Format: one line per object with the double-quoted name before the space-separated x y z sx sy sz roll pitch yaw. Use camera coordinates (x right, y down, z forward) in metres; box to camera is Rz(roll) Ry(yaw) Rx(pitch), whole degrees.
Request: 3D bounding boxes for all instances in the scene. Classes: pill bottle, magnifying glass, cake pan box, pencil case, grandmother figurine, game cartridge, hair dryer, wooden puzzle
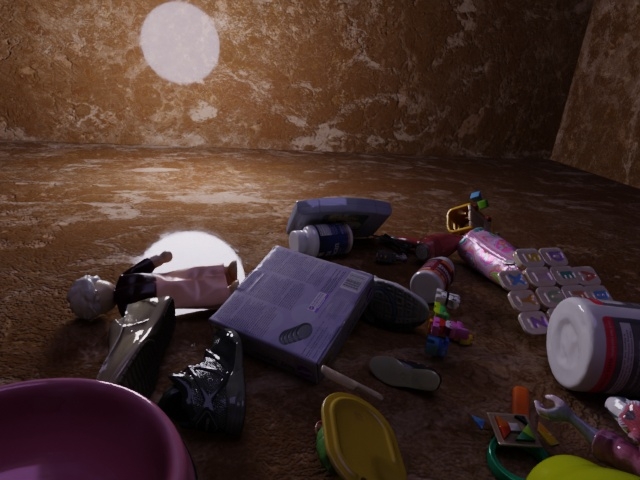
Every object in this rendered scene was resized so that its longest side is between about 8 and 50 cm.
"pill bottle" 0.292 0.094 1.214 0.086 0.086 0.152 16 24 24
"magnifying glass" 0.322 0.312 0.769 0.092 0.026 0.231 13 25 19
"cake pan box" -0.049 0.130 0.964 0.245 0.070 0.267 17 43 21
"pill bottle" 0.000 0.000 1.364 0.169 0.094 0.094 -6 25 -26
"pencil case" 0.498 0.060 1.306 0.124 0.124 0.284 -1 22 -17
"grandmother figurine" -0.345 0.112 0.997 0.342 0.104 0.208 -2 38 -14
"game cartridge" 0.057 -0.067 1.442 0.294 0.196 0.060 -1 64 -15
"pill bottle" 0.619 0.208 0.893 0.318 0.176 0.176 6 22 1
"hair dryer" 0.294 0.001 1.442 0.293 0.080 0.223 2 22 -1
"wooden puzzle" 0.307 0.297 0.751 0.116 0.014 0.078 2 23 -8

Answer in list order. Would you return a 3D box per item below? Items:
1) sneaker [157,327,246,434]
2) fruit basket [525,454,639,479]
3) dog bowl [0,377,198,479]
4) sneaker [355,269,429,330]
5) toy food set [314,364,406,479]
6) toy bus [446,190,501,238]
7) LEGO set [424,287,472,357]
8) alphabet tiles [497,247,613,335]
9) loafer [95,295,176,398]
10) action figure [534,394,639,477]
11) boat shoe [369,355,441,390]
"sneaker" -0.192 0.218 0.780 0.130 0.087 0.227 7 26 -15
"fruit basket" 0.310 0.359 0.436 0.392 0.283 0.392 3 -21 1
"dog bowl" -0.305 0.300 0.467 0.408 0.150 0.408 5 21 -2
"sneaker" 0.113 0.115 1.098 0.297 0.111 0.129 18 20 25
"toy food set" 0.044 0.296 0.691 0.128 0.071 0.218 26 20 -15
"toy bus" 0.496 -0.039 1.567 0.104 0.202 0.191 -16 13 39
"LEGO set" 0.277 0.185 0.996 0.093 0.087 0.227 14 17 12
"alphabet tiles" 0.561 0.132 1.101 0.278 0.021 0.284 0 51 -15
"loafer" -0.323 0.189 0.813 0.092 0.102 0.268 -2 22 2
"action figure" 0.480 0.278 0.612 0.370 0.248 0.276 19 36 -37
"boat shoe" 0.155 0.244 0.871 0.133 0.049 0.042 8 -7 25
